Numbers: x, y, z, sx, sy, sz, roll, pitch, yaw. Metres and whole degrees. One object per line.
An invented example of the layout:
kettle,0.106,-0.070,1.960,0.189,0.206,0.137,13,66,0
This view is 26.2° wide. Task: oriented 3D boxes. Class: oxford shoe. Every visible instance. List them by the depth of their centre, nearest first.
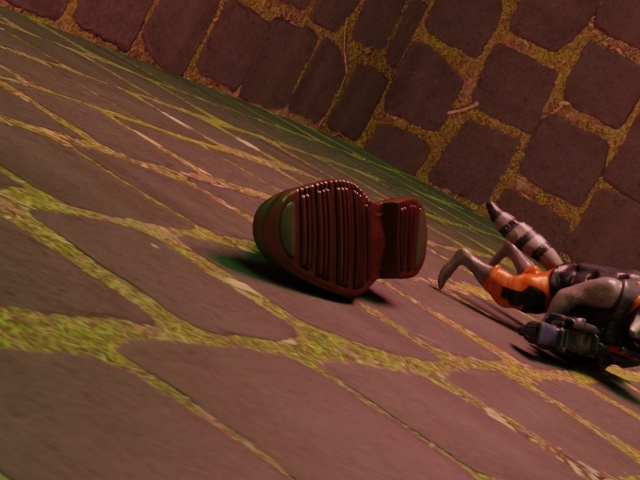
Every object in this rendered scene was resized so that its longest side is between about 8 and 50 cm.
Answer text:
oxford shoe,0.000,0.000,1.526,0.130,0.123,0.348,2,-4,27

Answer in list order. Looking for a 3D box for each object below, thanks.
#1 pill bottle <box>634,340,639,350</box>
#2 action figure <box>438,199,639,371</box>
pill bottle,0.625,0.166,2.481,0.112,0.112,0.187,24,8,-27
action figure,0.336,0.070,1.902,0.330,0.178,0.341,20,1,27
